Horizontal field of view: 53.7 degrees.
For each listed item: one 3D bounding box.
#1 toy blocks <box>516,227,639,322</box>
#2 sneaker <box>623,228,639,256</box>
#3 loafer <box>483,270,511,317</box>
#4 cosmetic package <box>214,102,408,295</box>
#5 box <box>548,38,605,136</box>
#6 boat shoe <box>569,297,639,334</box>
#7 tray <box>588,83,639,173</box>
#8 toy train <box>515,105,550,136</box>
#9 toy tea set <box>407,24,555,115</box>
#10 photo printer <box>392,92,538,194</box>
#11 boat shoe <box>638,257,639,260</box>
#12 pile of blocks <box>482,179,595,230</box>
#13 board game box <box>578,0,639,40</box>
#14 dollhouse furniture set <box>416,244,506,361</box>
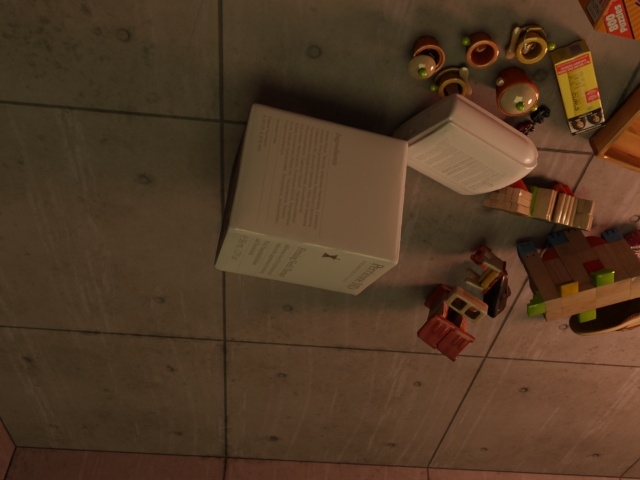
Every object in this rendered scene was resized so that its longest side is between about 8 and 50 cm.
[{"bbox_3d":[0.761,0.076,1.870,0.381,0.261,0.191,-16,132,7],"label":"toy blocks"},{"bbox_3d":[0.958,0.022,1.936,0.074,0.063,0.170,32,133,-28],"label":"sneaker"},{"bbox_3d":[0.586,0.159,2.087,0.078,0.080,0.220,-26,139,-20],"label":"loafer"},{"bbox_3d":[-0.030,-0.085,1.574,0.393,0.328,0.329,11,159,-11],"label":"cosmetic package"},{"bbox_3d":[0.624,-0.365,1.531,0.087,0.058,0.232,-17,133,19],"label":"box"},{"bbox_3d":[1.030,0.265,2.153,0.342,0.123,0.123,-23,131,14],"label":"boat shoe"},{"bbox_3d":[0.936,-0.250,1.641,0.410,0.076,0.203,16,134,-16],"label":"tray"},{"bbox_3d":[0.527,-0.287,1.638,0.036,0.027,0.158,26,131,-20],"label":"toy train"},{"bbox_3d":[0.369,-0.381,1.469,0.336,0.124,0.200,-2,137,2],"label":"toy tea set"},{"bbox_3d":[0.369,-0.225,1.597,0.307,0.107,0.256,24,156,-23],"label":"photo printer"},{"bbox_3d":[0.912,0.113,2.013,0.254,0.095,0.079,-10,125,-1],"label":"boat shoe"},{"bbox_3d":[0.625,-0.115,1.784,0.362,0.149,0.113,12,93,-24],"label":"pile of blocks"},{"bbox_3d":[0.673,-0.576,1.091,0.356,0.356,0.357,8,136,-7],"label":"board game box"},{"bbox_3d":[0.473,0.178,1.992,0.152,0.201,0.374,33,124,-2],"label":"dollhouse furniture set"}]
